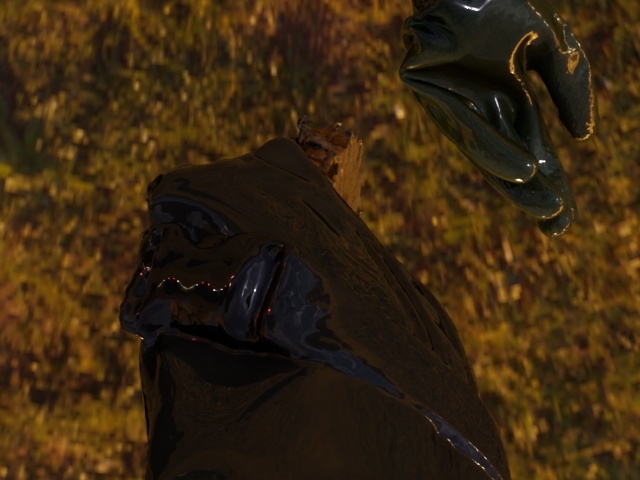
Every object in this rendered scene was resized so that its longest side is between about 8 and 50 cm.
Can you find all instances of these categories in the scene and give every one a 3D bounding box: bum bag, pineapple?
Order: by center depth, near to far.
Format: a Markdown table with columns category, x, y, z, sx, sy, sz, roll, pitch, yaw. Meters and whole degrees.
| category | x | y | z | sx | sy | sz | roll | pitch | yaw |
| --- | --- | --- | --- | --- | --- | --- | --- | --- | --- |
| bum bag | -0.001 | 0.075 | 0.582 | 0.142 | 0.326 | 0.080 | 17 | 127 | -24 |
| pineapple | 0.000 | 0.000 | 1.490 | 0.047 | 0.221 | 0.221 | 4 | 119 | 12 |

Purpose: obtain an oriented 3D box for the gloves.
| category | x | y | z | sx | sy | sz | roll | pitch | yaw |
| --- | --- | --- | --- | --- | --- | --- | --- | --- | --- |
| gloves | 0.123 | -0.125 | 1.302 | 0.135 | 0.107 | 0.268 | -26 | 103 | -12 |
